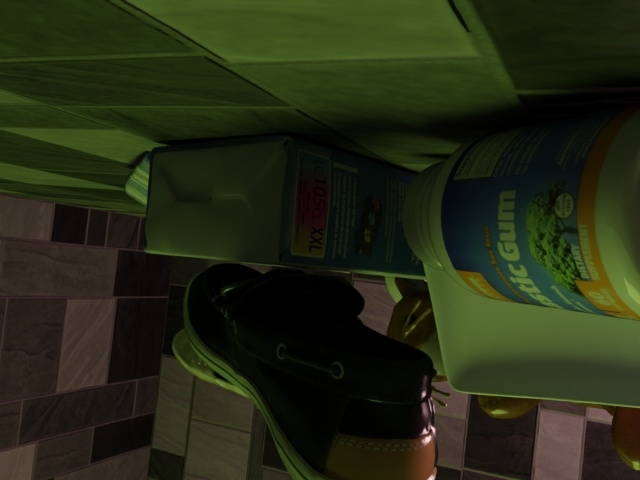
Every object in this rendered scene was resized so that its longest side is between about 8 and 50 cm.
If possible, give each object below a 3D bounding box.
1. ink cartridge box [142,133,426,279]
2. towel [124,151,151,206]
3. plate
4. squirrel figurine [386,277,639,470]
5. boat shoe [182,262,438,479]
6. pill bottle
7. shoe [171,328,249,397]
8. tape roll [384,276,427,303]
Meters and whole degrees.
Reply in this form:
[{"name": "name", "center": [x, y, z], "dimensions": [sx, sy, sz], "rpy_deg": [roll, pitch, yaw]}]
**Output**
[{"name": "ink cartridge box", "center": [-0.005, -0.029, 0.933], "dimensions": [0.270, 0.151, 0.396], "rpy_deg": [3, 175, 41]}, {"name": "towel", "center": [-0.228, -0.063, 1.133], "dimensions": [0.209, 0.034, 0.285], "rpy_deg": [34, 163, -15]}, {"name": "plate", "center": [0.254, 0.050, 0.739], "dimensions": [0.278, 0.277, 0.045], "rpy_deg": [-4, -161, 33]}, {"name": "squirrel figurine", "center": [0.300, 0.115, 1.010], "dimensions": [0.371, 0.280, 0.397], "rpy_deg": [-11, -162, 35]}, {"name": "boat shoe", "center": [-0.028, 0.104, 0.758], "dimensions": [0.187, 0.155, 0.500], "rpy_deg": [4, -167, -26]}, {"name": "pill bottle", "center": [0.185, -0.020, 0.547], "dimensions": [0.153, 0.152, 0.272], "rpy_deg": [7, 177, -25]}, {"name": "shoe", "center": [-0.103, 0.164, 0.880], "dimensions": [0.219, 0.076, 0.058], "rpy_deg": [21, 155, 16]}, {"name": "tape roll", "center": [0.298, 0.071, 1.598], "dimensions": [0.246, 0.245, 0.169], "rpy_deg": [7, 179, -24]}]
